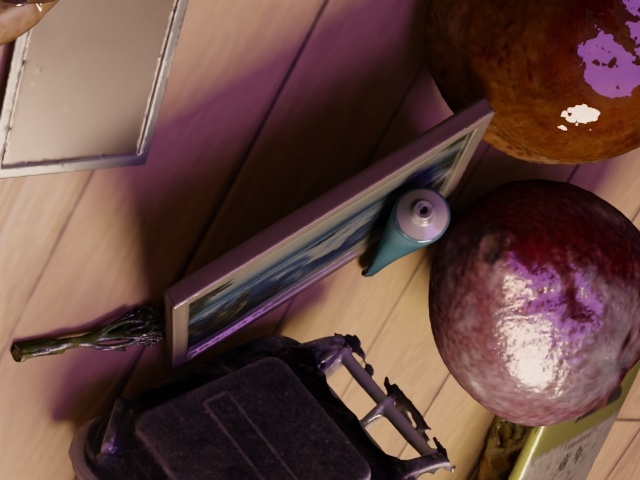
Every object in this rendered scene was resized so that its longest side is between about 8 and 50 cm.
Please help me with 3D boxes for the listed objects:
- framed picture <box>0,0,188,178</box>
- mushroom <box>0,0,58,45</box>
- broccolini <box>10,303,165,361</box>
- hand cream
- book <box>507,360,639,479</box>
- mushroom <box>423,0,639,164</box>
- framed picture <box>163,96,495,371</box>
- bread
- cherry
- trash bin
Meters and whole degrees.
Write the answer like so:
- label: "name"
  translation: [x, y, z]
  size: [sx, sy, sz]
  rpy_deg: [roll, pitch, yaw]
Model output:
- label: "framed picture"
  translation: [-0.173, -0.129, 1.268]
  size: [0.142, 0.011, 0.183]
  rpy_deg: [-8, 130, -37]
- label: "mushroom"
  translation: [-0.209, -0.224, 1.003]
  size: [0.255, 0.184, 0.255]
  rpy_deg: [-32, 131, -45]
- label: "broccolini"
  translation: [-0.196, 0.080, 1.436]
  size: [0.140, 0.030, 0.035]
  rpy_deg: [-7, 121, -32]
- label: "hand cream"
  translation: [0.079, -0.005, 1.508]
  size: [0.083, 0.048, 0.224]
  rpy_deg: [-33, 174, -7]
- label: "book"
  translation: [0.282, 0.210, 1.899]
  size: [0.239, 0.035, 0.352]
  rpy_deg: [-18, 135, -55]
- label: "mushroom"
  translation: [0.243, -0.191, 1.431]
  size: [0.283, 0.195, 0.263]
  rpy_deg: [-26, 119, -24]
- label: "framed picture"
  translation: [0.000, 0.000, 1.452]
  size: [0.315, 0.024, 0.232]
  rpy_deg: [-33, 169, -13]
- label: "bread"
  translation: [0.215, 0.243, 1.926]
  size: [0.066, 0.060, 0.110]
  rpy_deg: [-47, 159, -55]
- label: "cherry"
  translation: [0.211, 0.052, 1.625]
  size: [0.230, 0.203, 0.300]
  rpy_deg: [-40, 141, 1]
- label: "trash bin"
  translation: [-0.065, 0.291, 1.586]
  size: [0.296, 0.256, 0.368]
  rpy_deg: [-25, 146, -30]
